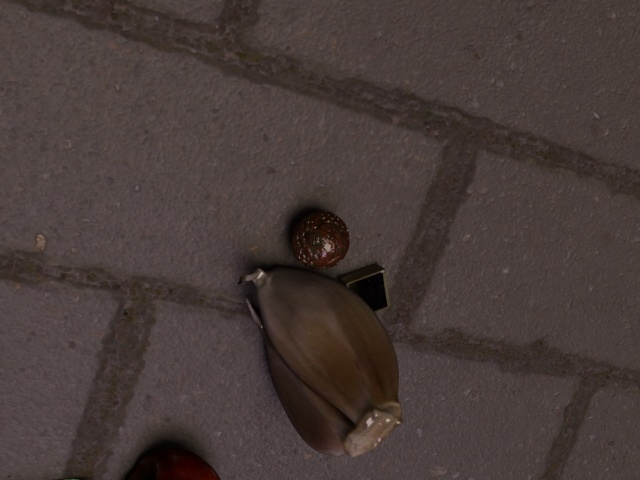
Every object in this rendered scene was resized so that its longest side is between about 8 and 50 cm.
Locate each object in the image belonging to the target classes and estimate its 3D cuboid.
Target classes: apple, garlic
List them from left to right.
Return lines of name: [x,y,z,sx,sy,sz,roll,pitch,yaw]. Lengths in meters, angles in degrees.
apple: [-0.234,0.432,1.650,0.158,0.147,0.156,36,69,-33]
garlic: [-0.026,0.194,1.630,0.340,0.246,0.231,45,119,-2]

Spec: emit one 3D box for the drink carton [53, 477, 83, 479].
drink carton: [-0.422,0.483,1.584,0.146,0.144,0.142,-2,119,-25]

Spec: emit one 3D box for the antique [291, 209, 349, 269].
antique: [0.000,0.000,1.624,0.104,0.104,0.104,-10,113,-23]

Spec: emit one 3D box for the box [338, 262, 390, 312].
box: [0.075,0.091,1.733,0.083,0.035,0.079,-20,117,-20]
